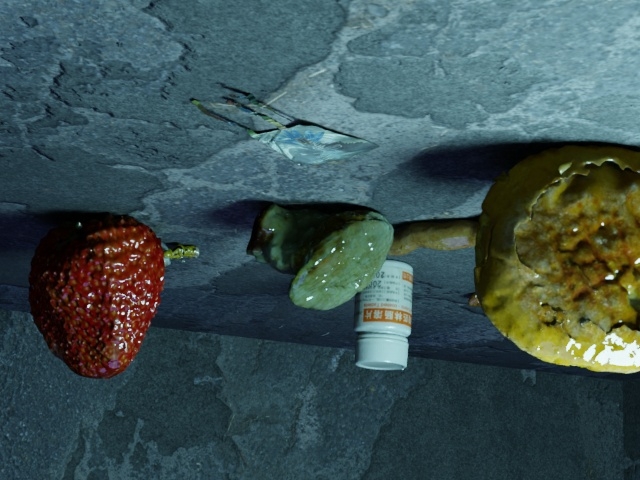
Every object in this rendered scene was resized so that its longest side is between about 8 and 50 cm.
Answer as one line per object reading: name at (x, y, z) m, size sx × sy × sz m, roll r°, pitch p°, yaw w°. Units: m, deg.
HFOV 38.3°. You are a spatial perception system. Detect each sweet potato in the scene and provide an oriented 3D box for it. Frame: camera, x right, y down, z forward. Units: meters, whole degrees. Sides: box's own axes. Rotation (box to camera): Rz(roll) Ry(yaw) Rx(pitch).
sweet potato at (0.258, -0.012, 1.831) m, size 0.281 × 0.059 × 0.067 m, roll -7°, pitch 143°, yaw 32°

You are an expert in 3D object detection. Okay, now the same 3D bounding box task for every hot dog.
hot dog at (0.441, 0.161, 2.487) m, size 0.083 × 0.035 × 0.058 m, roll -2°, pitch 164°, yaw 22°

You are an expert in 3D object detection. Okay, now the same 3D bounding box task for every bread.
bread at (0.414, 0.030, 1.420) m, size 0.358 × 0.337 × 0.204 m, roll 9°, pitch 173°, yaw 5°

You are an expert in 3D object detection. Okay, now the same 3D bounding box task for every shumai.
shumai at (0.000, 0.000, 1.833) m, size 0.272 × 0.222 × 0.203 m, roll -2°, pitch -142°, yaw -43°

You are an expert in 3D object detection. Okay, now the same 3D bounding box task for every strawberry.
strawberry at (-0.483, 0.127, 1.999) m, size 0.312 × 0.351 × 0.267 m, roll -9°, pitch 169°, yaw 25°

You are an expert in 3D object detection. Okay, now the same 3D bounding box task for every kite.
kite at (-0.064, -0.165, 1.420) m, size 0.169 × 0.015 × 0.310 m, roll -9°, pitch 161°, yaw 44°

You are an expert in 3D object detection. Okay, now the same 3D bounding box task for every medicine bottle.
medicine bottle at (0.149, 0.179, 2.212) m, size 0.144 × 0.252 × 0.144 m, roll 5°, pitch 166°, yaw 1°

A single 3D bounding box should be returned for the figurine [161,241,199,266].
figurine at (-0.359, 0.031, 2.166) m, size 0.143 × 0.068 × 0.101 m, roll -9°, pitch 169°, yaw 1°
